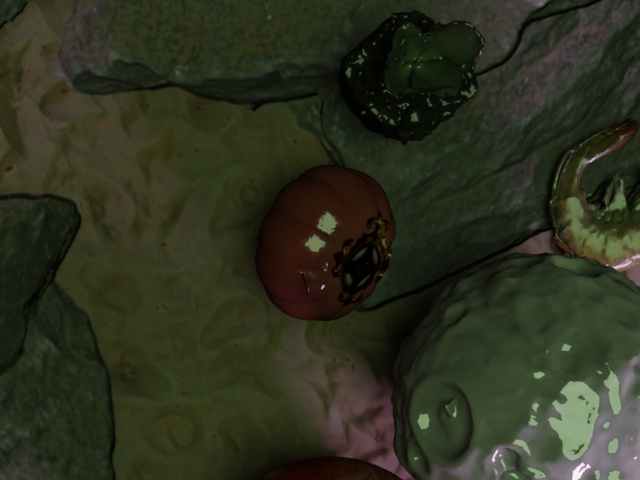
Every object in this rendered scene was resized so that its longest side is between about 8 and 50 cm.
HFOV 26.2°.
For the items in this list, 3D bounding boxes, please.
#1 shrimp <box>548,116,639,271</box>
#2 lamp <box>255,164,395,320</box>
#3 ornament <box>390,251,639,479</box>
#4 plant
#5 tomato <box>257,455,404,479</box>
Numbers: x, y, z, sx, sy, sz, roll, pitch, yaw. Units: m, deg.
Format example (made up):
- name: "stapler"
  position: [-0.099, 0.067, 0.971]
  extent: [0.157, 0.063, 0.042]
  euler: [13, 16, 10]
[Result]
- name: "shrimp"
  position: [0.380, -0.073, 1.686]
  extent: [0.173, 0.058, 0.253]
  euler: [40, 83, -4]
- name: "lamp"
  position: [0.000, 0.000, 1.535]
  extent: [0.182, 0.140, 0.182]
  euler: [-35, 139, -37]
- name: "ornament"
  position: [0.235, 0.178, 1.499]
  extent: [0.337, 0.337, 0.337]
  euler: [0, 91, -15]
- name: "plant"
  position: [0.099, -0.183, 1.530]
  extent: [0.142, 0.203, 0.131]
  euler: [-38, 93, -6]
- name: "tomato"
  position: [0.000, 0.365, 1.502]
  extent: [0.270, 0.227, 0.270]
  euler: [-5, 99, -32]
